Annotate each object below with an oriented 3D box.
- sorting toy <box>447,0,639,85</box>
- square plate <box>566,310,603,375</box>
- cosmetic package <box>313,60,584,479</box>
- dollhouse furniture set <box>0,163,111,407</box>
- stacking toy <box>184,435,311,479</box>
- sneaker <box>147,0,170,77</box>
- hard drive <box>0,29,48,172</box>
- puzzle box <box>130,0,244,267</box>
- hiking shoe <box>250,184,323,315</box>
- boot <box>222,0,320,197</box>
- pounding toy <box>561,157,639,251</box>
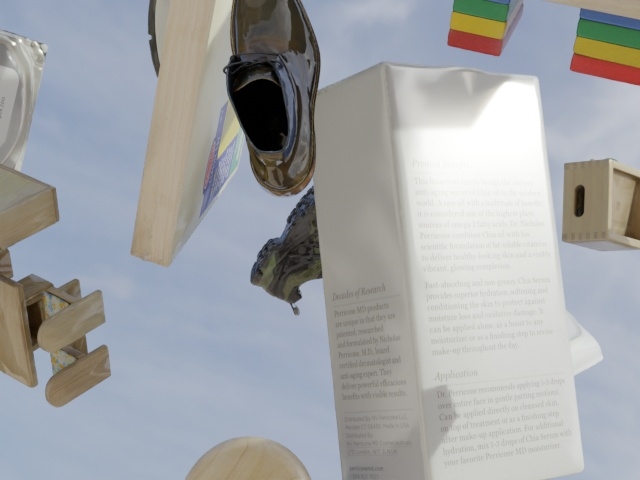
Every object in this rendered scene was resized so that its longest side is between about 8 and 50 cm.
[{"bbox_3d":[0.221,-0.224,1.009,0.257,0.255,0.089,14,-55,14],"label":"sorting toy"},{"bbox_3d":[0.305,0.111,2.054,0.344,0.347,0.049,42,-62,21],"label":"square plate"},{"bbox_3d":[0.135,0.045,1.336,0.230,0.453,0.161,0,-8,-35],"label":"cosmetic package"},{"bbox_3d":[-0.374,0.063,1.338,0.212,0.161,0.242,21,-54,33],"label":"dollhouse furniture set"},{"bbox_3d":[-0.043,0.316,1.315,0.141,0.141,0.330,13,-18,17],"label":"stacking toy"},{"bbox_3d":[-0.094,-0.347,1.678,0.257,0.169,0.448,10,-64,24],"label":"sneaker"},{"bbox_3d":[-0.525,-0.182,1.504,0.339,0.237,0.064,15,-4,-38],"label":"hard drive"},{"bbox_3d":[-0.122,-0.202,1.378,0.052,0.272,0.409,18,-59,5],"label":"puzzle box"},{"bbox_3d":[0.000,0.000,1.777,0.114,0.227,0.086,38,11,-16],"label":"hiking shoe"},{"bbox_3d":[-0.041,-0.154,1.043,0.082,0.219,0.106,-9,-8,3],"label":"boot"},{"bbox_3d":[0.389,-0.060,1.674,0.100,0.141,0.130,-4,-10,41],"label":"pounding toy"}]
